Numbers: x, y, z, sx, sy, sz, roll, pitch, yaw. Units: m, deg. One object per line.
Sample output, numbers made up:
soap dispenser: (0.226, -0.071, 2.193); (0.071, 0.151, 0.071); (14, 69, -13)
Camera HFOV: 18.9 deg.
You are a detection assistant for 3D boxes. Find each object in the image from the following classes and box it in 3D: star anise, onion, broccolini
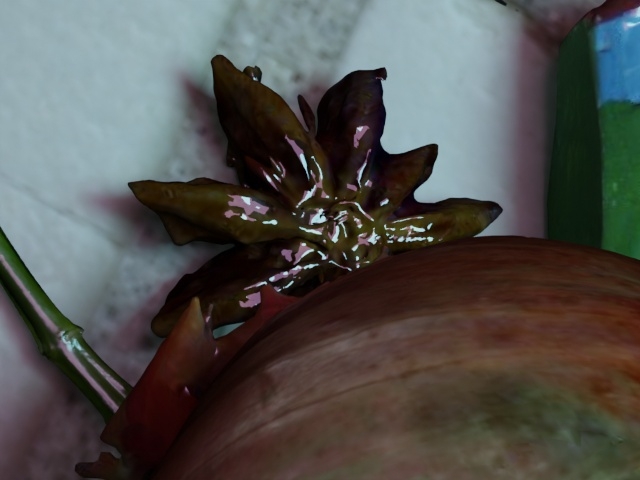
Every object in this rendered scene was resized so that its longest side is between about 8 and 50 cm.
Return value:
star anise: (0.000, -0.001, 0.790); (0.168, 0.057, 0.168); (4, 75, -17)
onion: (0.075, 0.149, 0.600); (0.353, 0.353, 0.354); (4, 76, -18)
broccolini: (-0.069, 0.074, 0.761); (0.218, 0.042, 0.044); (56, 27, 5)

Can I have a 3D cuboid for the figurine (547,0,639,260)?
figurine: (0.219, -0.021, 0.842); (0.234, 0.127, 0.185); (2, 71, -7)
